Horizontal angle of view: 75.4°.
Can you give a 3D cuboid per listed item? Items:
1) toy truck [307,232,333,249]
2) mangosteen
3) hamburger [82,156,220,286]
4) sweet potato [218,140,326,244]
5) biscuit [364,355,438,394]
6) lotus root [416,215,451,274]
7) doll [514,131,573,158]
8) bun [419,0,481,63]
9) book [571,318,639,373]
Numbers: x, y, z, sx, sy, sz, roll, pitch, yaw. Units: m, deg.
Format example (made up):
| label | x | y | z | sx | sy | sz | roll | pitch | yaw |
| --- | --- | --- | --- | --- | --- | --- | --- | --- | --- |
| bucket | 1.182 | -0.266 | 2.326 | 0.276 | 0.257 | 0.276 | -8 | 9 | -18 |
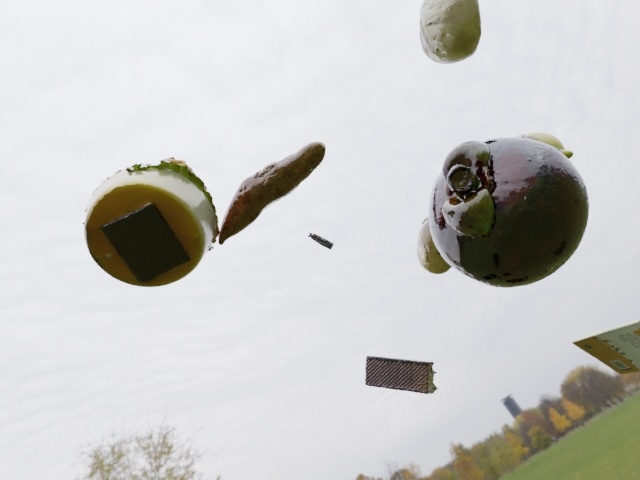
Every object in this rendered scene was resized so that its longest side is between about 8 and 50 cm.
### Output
| label | x | y | z | sx | sy | sz | roll | pitch | yaw |
| --- | --- | --- | --- | --- | --- | --- | --- | --- | --- |
| toy truck | 0.000 | 0.000 | 1.263 | 0.024 | 0.083 | 0.032 | -61 | -1 | 1 |
| mangosteen | 0.249 | -0.037 | 0.577 | 0.216 | 0.216 | 0.216 | -20 | -36 | -16 |
| hamburger | -0.379 | -0.036 | 0.942 | 0.295 | 0.179 | 0.275 | -28 | -65 | 0 |
| sweet potato | -0.134 | -0.132 | 1.029 | 0.355 | 0.106 | 0.095 | -40 | -48 | 8 |
| biscuit | 0.279 | 0.467 | 1.445 | 0.252 | 0.106 | 0.070 | -3 | -15 | 31 |
| lotus root | 0.413 | 0.005 | 1.448 | 0.146 | 0.160 | 0.284 | -29 | -40 | -12 |
| doll | 0.513 | -0.187 | 1.026 | 0.200 | 0.145 | 0.363 | -13 | 13 | 30 |
| bun | 0.291 | -0.515 | 0.966 | 0.128 | 0.192 | 0.178 | -10 | -16 | 10 |
| book | 1.038 | 0.365 | 1.390 | 0.020 | 0.208 | 0.295 | -52 | -7 | -27 |
